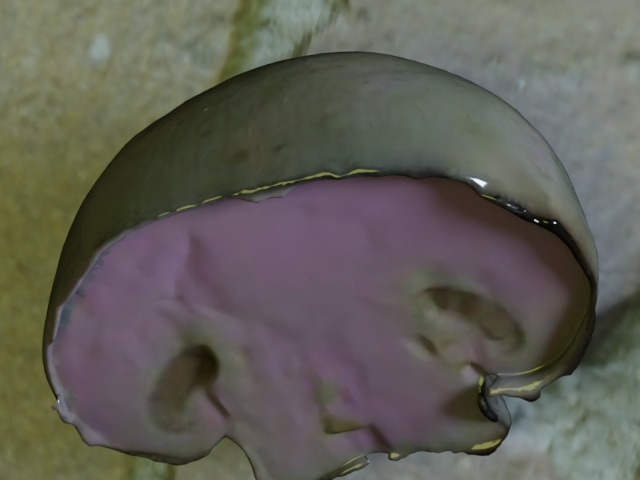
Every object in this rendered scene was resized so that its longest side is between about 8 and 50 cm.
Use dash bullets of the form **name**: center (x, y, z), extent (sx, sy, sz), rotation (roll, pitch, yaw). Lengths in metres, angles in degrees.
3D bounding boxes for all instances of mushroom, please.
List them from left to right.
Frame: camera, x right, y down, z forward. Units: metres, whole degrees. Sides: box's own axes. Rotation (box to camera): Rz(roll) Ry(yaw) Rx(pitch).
- **mushroom**: center (0.000, 0.000, 0.631), extent (0.188, 0.141, 0.117), rotation (-11, 54, 18)
